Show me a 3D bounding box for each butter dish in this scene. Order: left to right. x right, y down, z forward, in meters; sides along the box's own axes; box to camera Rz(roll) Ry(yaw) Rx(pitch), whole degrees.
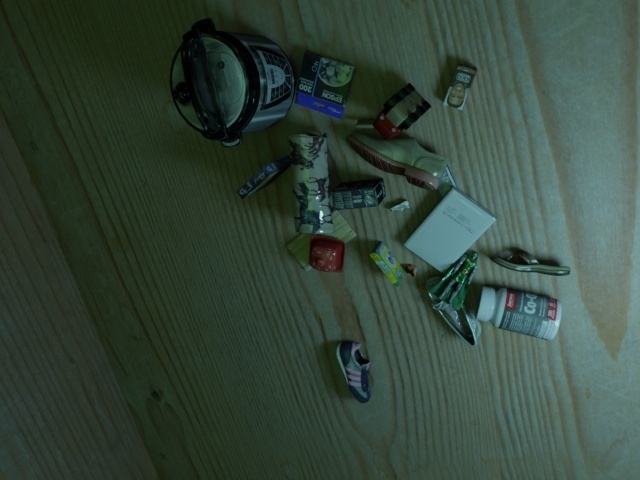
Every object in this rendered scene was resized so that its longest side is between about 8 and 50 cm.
[{"bbox_3d":[0.015,0.074,2.057,0.160,0.118,0.160,11,115,14],"label":"butter dish"}]

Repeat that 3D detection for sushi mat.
[{"bbox_3d":[0.000,0.000,2.110,0.317,0.019,0.151,-37,96,29],"label":"sushi mat"}]

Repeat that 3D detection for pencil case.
[{"bbox_3d":[-0.035,-0.214,1.901,0.160,0.183,0.410,-2,99,17],"label":"pencil case"}]

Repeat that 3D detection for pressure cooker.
[{"bbox_3d":[-0.331,-0.560,1.761,0.370,0.420,0.375,40,120,11],"label":"pressure cooker"}]

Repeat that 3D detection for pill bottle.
[{"bbox_3d":[0.753,0.272,1.856,0.283,0.161,0.161,12,115,15],"label":"pill bottle"}]

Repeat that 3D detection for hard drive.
[{"bbox_3d":[0.496,-0.036,1.878,0.203,0.040,0.307,35,123,-1],"label":"hard drive"}]

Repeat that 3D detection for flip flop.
[{"bbox_3d":[0.783,0.080,1.808,0.277,0.112,0.080,6,87,21],"label":"flip flop"}]

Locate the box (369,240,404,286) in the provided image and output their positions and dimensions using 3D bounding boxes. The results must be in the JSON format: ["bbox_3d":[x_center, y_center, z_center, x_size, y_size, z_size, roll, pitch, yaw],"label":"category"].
[{"bbox_3d":[0.282,0.099,1.995,0.043,0.105,0.179,-34,97,29],"label":"box"}]

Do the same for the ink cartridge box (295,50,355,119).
[{"bbox_3d":[0.011,-0.589,1.849,0.206,0.045,0.208,21,119,12],"label":"ink cartridge box"}]

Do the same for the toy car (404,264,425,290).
[{"bbox_3d":[0.398,0.149,2.022,0.040,0.060,0.122,-39,118,-14],"label":"toy car"}]

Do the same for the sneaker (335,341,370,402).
[{"bbox_3d":[0.184,0.613,2.239,0.131,0.112,0.318,-18,105,29],"label":"sneaker"}]

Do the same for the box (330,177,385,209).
[{"bbox_3d":[0.152,-0.183,1.903,0.180,0.147,0.077,-4,109,21],"label":"box"}]

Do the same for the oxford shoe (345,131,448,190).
[{"bbox_3d":[0.287,-0.330,1.826,0.397,0.140,0.146,29,88,13],"label":"oxford shoe"}]

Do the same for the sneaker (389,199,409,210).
[{"bbox_3d":[0.315,-0.130,1.929,0.083,0.032,0.037,-24,101,28],"label":"sneaker"}]

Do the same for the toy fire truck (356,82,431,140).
[{"bbox_3d":[0.238,-0.436,1.742,0.158,0.217,0.246,46,134,-3],"label":"toy fire truck"}]

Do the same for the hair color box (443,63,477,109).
[{"bbox_3d":[0.488,-0.537,1.690,0.072,0.043,0.141,20,118,11],"label":"hair color box"}]

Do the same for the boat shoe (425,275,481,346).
[{"bbox_3d":[0.543,0.287,1.974,0.118,0.103,0.320,-32,97,28],"label":"boat shoe"}]

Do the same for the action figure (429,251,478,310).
[{"bbox_3d":[0.550,0.143,1.902,0.137,0.063,0.232,32,93,2],"label":"action figure"}]

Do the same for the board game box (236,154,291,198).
[{"bbox_3d":[-0.219,-0.259,1.956,0.165,0.243,0.042,-36,94,28],"label":"board game box"}]

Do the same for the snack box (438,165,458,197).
[{"bbox_3d":[0.488,-0.196,1.843,0.064,0.022,0.178,-21,103,28],"label":"snack box"}]
